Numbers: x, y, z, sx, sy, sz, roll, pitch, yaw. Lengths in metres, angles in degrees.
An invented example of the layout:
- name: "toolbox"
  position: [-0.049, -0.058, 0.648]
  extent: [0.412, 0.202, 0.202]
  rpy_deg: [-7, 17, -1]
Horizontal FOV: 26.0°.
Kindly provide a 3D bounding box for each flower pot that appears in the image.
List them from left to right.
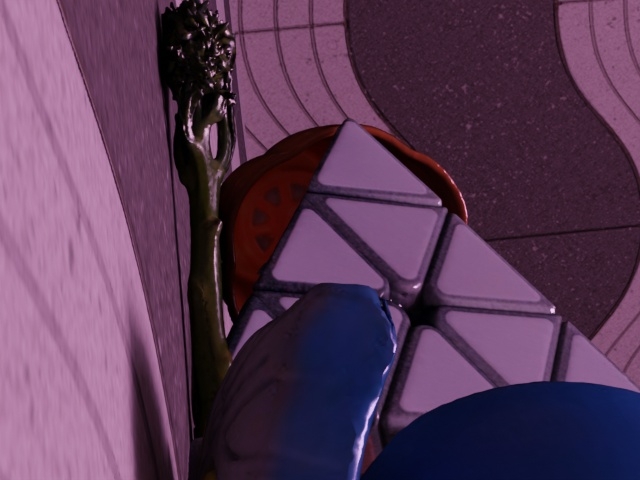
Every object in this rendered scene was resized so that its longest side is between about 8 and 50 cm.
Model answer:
- name: "flower pot"
  position: [0.000, 0.000, 1.065]
  extent: [0.173, 0.190, 0.191]
  rpy_deg: [-152, -125, -73]

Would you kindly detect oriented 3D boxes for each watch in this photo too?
- name: "watch"
  position: [0.081, 0.154, 0.552]
  extent: [0.241, 0.274, 0.305]
  rpy_deg: [-98, -172, -69]

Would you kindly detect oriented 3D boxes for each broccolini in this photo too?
- name: "broccolini"
  position: [-0.051, -0.008, 0.725]
  extent: [0.071, 0.057, 0.254]
  rpy_deg: [9, 66, -47]

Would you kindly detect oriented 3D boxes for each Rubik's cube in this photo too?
- name: "Rubik's cube"
  position: [0.033, 0.087, 0.878]
  extent: [0.228, 0.233, 0.229]
  rpy_deg: [55, -14, -22]
